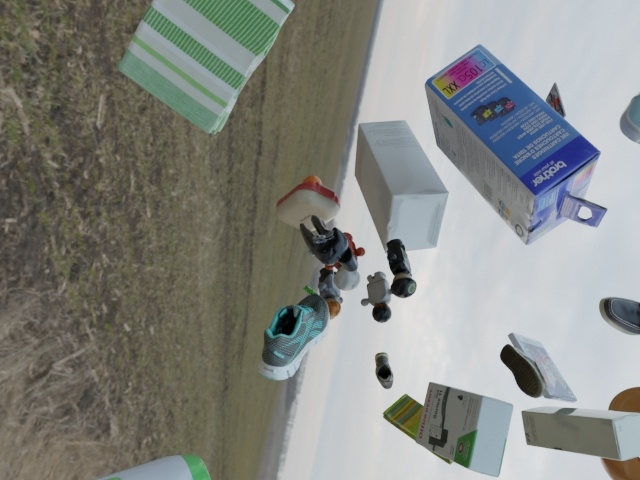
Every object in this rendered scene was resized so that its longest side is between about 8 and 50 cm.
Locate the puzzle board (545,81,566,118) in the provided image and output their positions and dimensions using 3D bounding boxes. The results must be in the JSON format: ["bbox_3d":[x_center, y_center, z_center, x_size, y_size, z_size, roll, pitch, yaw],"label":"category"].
[{"bbox_3d":[0.758,-0.430,1.670,0.096,0.011,0.128,76,8,-69],"label":"puzzle board"}]

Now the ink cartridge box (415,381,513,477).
[{"bbox_3d":[0.313,0.410,1.147,0.208,0.086,0.153,-19,-127,68],"label":"ink cartridge box"}]

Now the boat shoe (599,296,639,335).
[{"bbox_3d":[0.879,0.210,1.357,0.092,0.285,0.103,121,-9,-63],"label":"boat shoe"}]

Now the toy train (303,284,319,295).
[{"bbox_3d":[-0.035,0.193,1.935,0.017,0.083,0.024,35,90,-45],"label":"toy train"}]

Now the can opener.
[{"bbox_3d":[0.000,0.000,0.835,0.073,0.059,0.186,66,-11,-26],"label":"can opener"}]

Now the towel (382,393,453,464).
[{"bbox_3d":[0.285,0.503,1.398,0.102,0.237,0.021,-35,126,-27],"label":"towel"}]

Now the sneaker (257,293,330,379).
[{"bbox_3d":[-0.031,0.115,0.716,0.166,0.064,0.076,-53,148,-54],"label":"sneaker"}]

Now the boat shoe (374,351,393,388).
[{"bbox_3d":[0.188,0.398,1.534,0.049,0.056,0.152,-86,162,-53],"label":"boat shoe"}]

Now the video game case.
[{"bbox_3d":[0.640,0.366,1.487,0.023,0.183,0.202,-44,-135,27],"label":"video game case"}]

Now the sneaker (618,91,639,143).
[{"bbox_3d":[0.760,-0.333,1.023,0.135,0.365,0.150,53,-7,32],"label":"sneaker"}]

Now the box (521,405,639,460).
[{"bbox_3d":[0.652,0.477,1.297,0.275,0.113,0.094,153,-66,-62],"label":"box"}]

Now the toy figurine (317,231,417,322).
[{"bbox_3d":[0.103,0.100,1.215,0.210,0.212,0.148,114,-22,-46],"label":"toy figurine"}]

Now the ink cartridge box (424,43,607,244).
[{"bbox_3d":[0.398,-0.166,1.056,0.396,0.151,0.270,58,5,25],"label":"ink cartridge box"}]

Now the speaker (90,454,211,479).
[{"bbox_3d":[-0.278,0.351,0.600,0.131,0.296,0.131,17,-70,56],"label":"speaker"}]

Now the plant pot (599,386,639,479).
[{"bbox_3d":[0.949,0.563,1.485,0.291,0.290,0.204,-76,145,-53],"label":"plant pot"}]

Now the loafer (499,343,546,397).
[{"bbox_3d":[0.420,0.263,1.049,0.148,0.050,0.056,-105,-146,-63],"label":"loafer"}]

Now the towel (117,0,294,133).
[{"bbox_3d":[-0.235,-0.410,1.050,0.325,0.247,0.038,-50,-169,24],"label":"towel"}]

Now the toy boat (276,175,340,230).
[{"bbox_3d":[-0.036,-0.129,1.572,0.231,0.150,0.151,-29,-139,53],"label":"toy boat"}]

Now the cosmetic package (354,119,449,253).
[{"bbox_3d":[0.207,-0.159,1.428,0.366,0.155,0.197,-106,-167,-46],"label":"cosmetic package"}]
